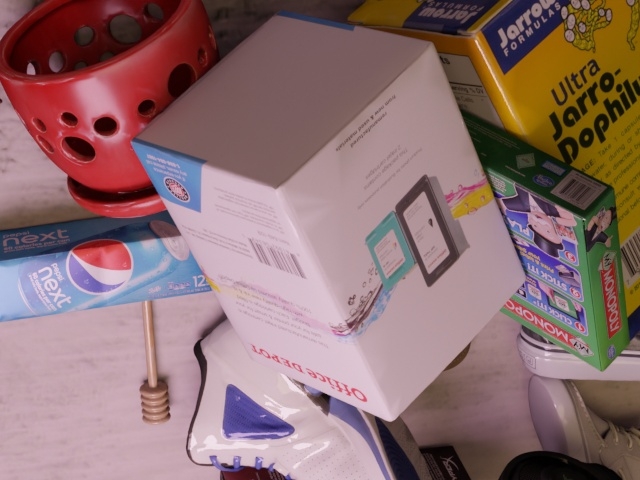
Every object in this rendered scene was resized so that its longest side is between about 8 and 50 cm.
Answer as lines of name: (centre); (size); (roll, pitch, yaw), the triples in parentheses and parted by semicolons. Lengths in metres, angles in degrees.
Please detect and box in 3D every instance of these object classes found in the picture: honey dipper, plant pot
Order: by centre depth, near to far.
plant pot: (-0.175, -0.126, 1.564); (0.191, 0.191, 0.174); (-21, 122, -4)
honey dipper: (-0.173, 0.109, 1.763); (0.030, 0.030, 0.160); (-7, 111, -11)

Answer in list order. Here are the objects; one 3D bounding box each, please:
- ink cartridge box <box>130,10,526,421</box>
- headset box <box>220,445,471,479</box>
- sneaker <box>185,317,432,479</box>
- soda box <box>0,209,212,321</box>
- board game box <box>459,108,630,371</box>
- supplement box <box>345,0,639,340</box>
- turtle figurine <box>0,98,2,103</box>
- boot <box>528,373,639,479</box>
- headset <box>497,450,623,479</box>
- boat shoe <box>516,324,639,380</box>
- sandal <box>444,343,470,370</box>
ink cartridge box: (0.013, -0.023, 1.502); (0.197, 0.198, 0.270); (-44, 130, -24)
headset box: (0.013, 0.352, 1.871); (0.293, 0.110, 0.218); (-4, 115, -13)
sneaker: (-0.028, 0.200, 1.761); (0.182, 0.127, 0.315); (-34, 86, 17)
soda box: (-0.213, 0.021, 1.685); (0.210, 0.071, 0.067); (-9, 116, -10)
board game box: (0.138, -0.029, 1.592); (0.046, 0.317, 0.213); (-43, 143, -21)
supplement box: (0.217, -0.111, 1.634); (0.195, 0.194, 0.356); (-42, 120, -21)
turtle figurine: (-0.402, -0.155, 1.488); (0.275, 0.198, 0.266); (-2, 112, -17)
boot: (0.314, 0.222, 1.910); (0.123, 0.095, 0.258); (-26, 126, -8)
headset: (0.207, 0.342, 1.733); (0.243, 0.185, 0.394); (-53, 146, 14)
boat shoe: (0.376, 0.077, 1.830); (0.335, 0.121, 0.119); (-4, 119, -10)
sandal: (0.060, 0.092, 1.773); (0.240, 0.079, 0.088); (0, 93, -54)
